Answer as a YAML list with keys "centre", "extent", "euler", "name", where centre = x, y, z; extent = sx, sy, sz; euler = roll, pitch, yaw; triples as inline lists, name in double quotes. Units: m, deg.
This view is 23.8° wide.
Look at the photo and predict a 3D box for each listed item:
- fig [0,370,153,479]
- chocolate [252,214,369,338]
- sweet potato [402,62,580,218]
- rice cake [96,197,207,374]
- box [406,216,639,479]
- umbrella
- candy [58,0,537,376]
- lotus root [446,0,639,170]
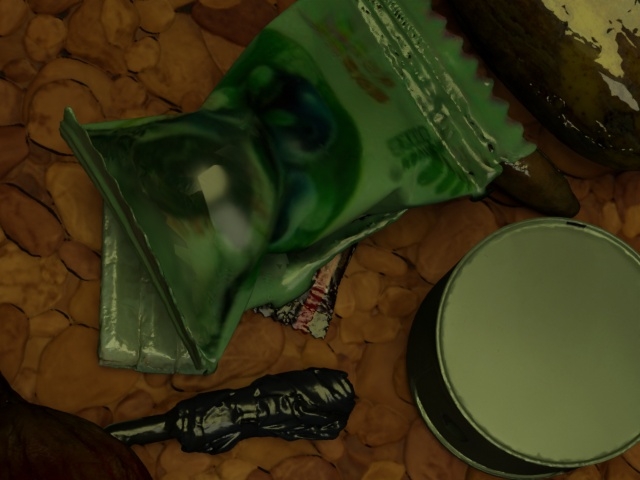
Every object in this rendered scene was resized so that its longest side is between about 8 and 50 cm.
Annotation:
- centre: [-0.274, 0.211, 1.316]
  extent: [0.290, 0.190, 0.190]
  euler: [39, 74, 14]
  name: "fig"
- centre: [0.000, 0.000, 1.475]
  extent: [0.086, 0.028, 0.182]
  euler: [22, 76, -8]
  name: "chocolate"
- centre: [0.143, -0.103, 1.497]
  extent: [0.273, 0.075, 0.075]
  euler: [29, 74, 0]
  name: "sweet potato"
- centre: [-0.155, 0.022, 1.440]
  extent: [0.124, 0.038, 0.211]
  euler: [6, 74, -6]
  name: "rice cake"
- centre: [0.202, 0.105, 1.412]
  extent: [0.226, 0.149, 0.226]
  euler: [2, 75, -8]
  name: "box"
- centre: [-0.088, 0.162, 1.400]
  extent: [0.248, 0.071, 0.071]
  euler: [-7, 77, -11]
  name: "umbrella"
- centre: [-0.016, -0.086, 1.383]
  extent: [0.398, 0.172, 0.263]
  euler: [-33, 89, -16]
  name: "candy"
- centre: [0.240, -0.238, 1.489]
  extent: [0.196, 0.179, 0.397]
  euler: [-36, 84, -17]
  name: "lotus root"
